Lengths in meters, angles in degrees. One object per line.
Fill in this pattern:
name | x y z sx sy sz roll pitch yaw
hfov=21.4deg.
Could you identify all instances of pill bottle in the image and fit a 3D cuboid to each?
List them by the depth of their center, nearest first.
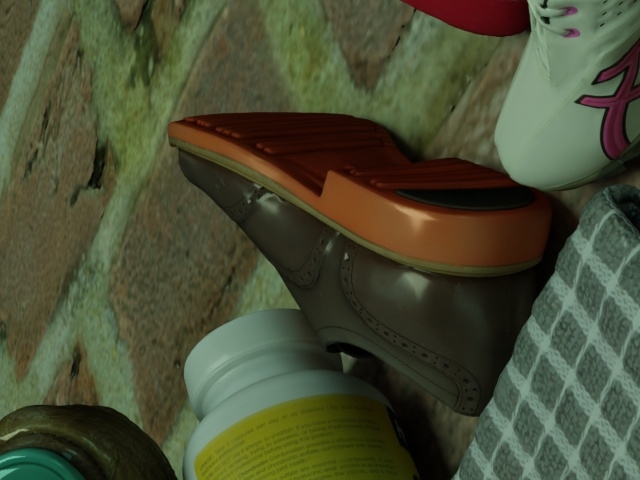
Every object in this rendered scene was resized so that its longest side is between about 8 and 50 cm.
pill bottle | -0.003 0.124 0.753 0.103 0.103 0.184 -61 39 42

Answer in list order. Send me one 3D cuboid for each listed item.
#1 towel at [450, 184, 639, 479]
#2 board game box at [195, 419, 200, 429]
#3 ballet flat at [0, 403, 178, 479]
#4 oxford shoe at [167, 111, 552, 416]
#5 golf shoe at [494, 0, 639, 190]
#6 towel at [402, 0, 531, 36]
towel | 0.121 0.143 0.500 0.283 0.121 0.235 58 137 46
board game box | -0.042 0.160 0.908 0.103 0.026 0.154 34 119 57
ballet flat | -0.056 0.225 0.803 0.116 0.124 0.342 -27 94 20
oxford shoe | 0.000 0.000 0.766 0.271 0.097 0.098 30 121 59
golf shoe | 0.097 -0.088 0.591 0.186 0.086 0.067 -62 39 43
towel | 0.007 -0.183 0.596 0.031 0.199 0.275 -59 -10 -23
